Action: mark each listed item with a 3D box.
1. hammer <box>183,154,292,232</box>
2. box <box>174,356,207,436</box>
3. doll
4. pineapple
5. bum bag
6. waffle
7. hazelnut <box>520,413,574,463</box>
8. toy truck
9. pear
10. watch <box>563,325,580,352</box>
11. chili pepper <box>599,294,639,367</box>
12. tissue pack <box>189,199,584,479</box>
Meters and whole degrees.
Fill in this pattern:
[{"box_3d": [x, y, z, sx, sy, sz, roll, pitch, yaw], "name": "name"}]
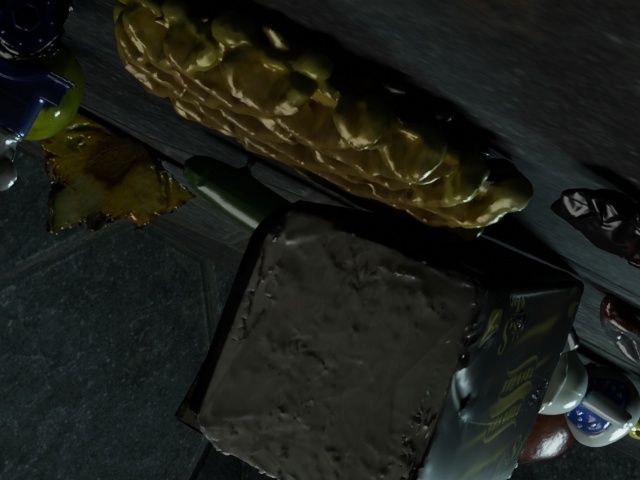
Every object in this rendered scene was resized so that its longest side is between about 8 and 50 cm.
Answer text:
[{"box_3d": [0.000, 0.000, 1.696, 0.335, 0.119, 0.206, 34, 174, -2], "name": "hammer"}, {"box_3d": [-0.052, 0.140, 2.144, 0.084, 0.310, 0.198, 27, 176, 28], "name": "box"}, {"box_3d": [0.304, 0.180, 1.930, 0.293, 0.119, 0.138, 24, -169, -41], "name": "doll"}, {"box_3d": [-0.314, -0.081, 2.136, 0.250, 0.164, 0.140, 26, -176, -30], "name": "pineapple"}, {"box_3d": [0.198, -0.005, 0.989, 0.124, 0.034, 0.058, 29, 165, -29], "name": "bum bag"}, {"box_3d": [-0.011, -0.085, 1.101, 0.329, 0.062, 0.329, 25, 175, 2], "name": "waffle"}, {"box_3d": [0.267, 0.213, 2.159, 0.178, 0.178, 0.204, 27, -155, -4], "name": "hazelnut"}, {"box_3d": [-0.307, -0.153, 1.255, 0.213, 0.177, 0.161, 28, 176, -20], "name": "toy truck"}, {"box_3d": [-0.283, -0.152, 1.539, 0.107, 0.107, 0.131, 29, -174, -21], "name": "pear"}, {"box_3d": [0.116, 0.146, 1.785, 0.068, 0.274, 0.276, 70, 164, -8], "name": "watch"}, {"box_3d": [0.301, 0.095, 1.451, 0.050, 0.041, 0.153, -31, 136, 31], "name": "chili pepper"}, {"box_3d": [0.068, 0.091, 1.286, 0.198, 0.210, 0.370, 20, -173, 20], "name": "tissue pack"}]
